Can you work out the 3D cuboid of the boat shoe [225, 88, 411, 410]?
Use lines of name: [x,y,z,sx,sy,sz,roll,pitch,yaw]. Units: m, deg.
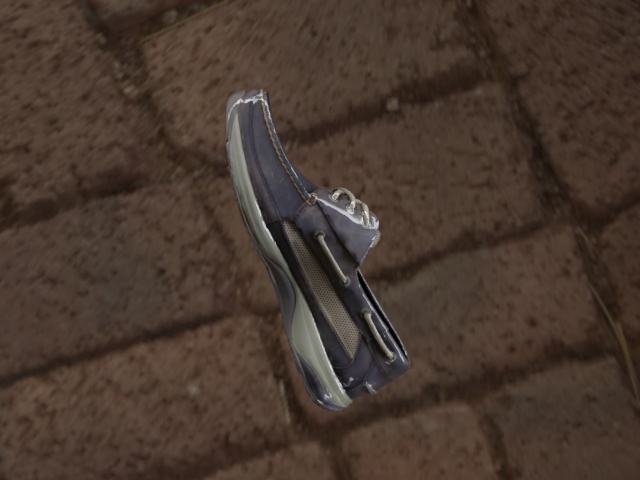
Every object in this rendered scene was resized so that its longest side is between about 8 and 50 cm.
boat shoe: [0.000,0.000,1.729,0.130,0.132,0.355,-19,104,3]
